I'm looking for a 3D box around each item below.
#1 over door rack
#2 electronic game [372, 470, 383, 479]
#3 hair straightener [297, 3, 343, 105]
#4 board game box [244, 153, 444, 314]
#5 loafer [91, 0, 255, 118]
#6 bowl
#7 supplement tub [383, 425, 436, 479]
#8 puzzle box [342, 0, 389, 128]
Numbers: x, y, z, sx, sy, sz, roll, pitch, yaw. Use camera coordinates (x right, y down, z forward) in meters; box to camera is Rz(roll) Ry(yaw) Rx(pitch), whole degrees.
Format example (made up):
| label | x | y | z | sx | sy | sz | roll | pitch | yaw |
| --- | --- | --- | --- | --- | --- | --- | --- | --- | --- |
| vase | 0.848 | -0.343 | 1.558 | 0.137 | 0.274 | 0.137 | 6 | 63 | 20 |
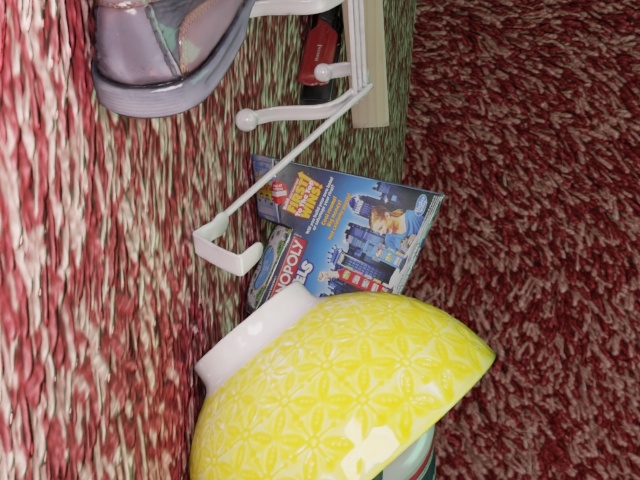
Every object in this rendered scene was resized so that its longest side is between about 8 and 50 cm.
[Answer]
| label | x | y | z | sx | sy | sz | roll | pitch | yaw |
| --- | --- | --- | --- | --- | --- | --- | --- | --- | --- |
| over door rack | -0.051 | -0.166 | 1.152 | 0.324 | 0.108 | 0.239 | -57 | 151 | -48 |
| electronic game | -0.023 | 0.281 | 1.234 | 0.229 | 0.048 | 0.229 | -47 | 173 | -8 |
| hair straightener | 0.002 | -0.248 | 1.737 | 0.089 | 0.047 | 0.230 | 84 | 7 | -50 |
| board game box | 0.000 | 0.000 | 1.384 | 0.060 | 0.194 | 0.194 | 17 | -98 | 64 |
| loafer | -0.078 | -0.203 | 0.889 | 0.302 | 0.109 | 0.095 | -76 | 162 | -45 |
| bowl | -0.012 | 0.127 | 1.141 | 0.156 | 0.289 | 0.289 | 50 | 7 | 3 |
| supplement tub | 0.030 | 0.255 | 1.488 | 0.272 | 0.191 | 0.191 | 83 | 12 | -50 |
| puzzle box | 0.052 | -0.386 | 1.810 | 0.272 | 0.052 | 0.409 | 82 | 5 | -51 |
